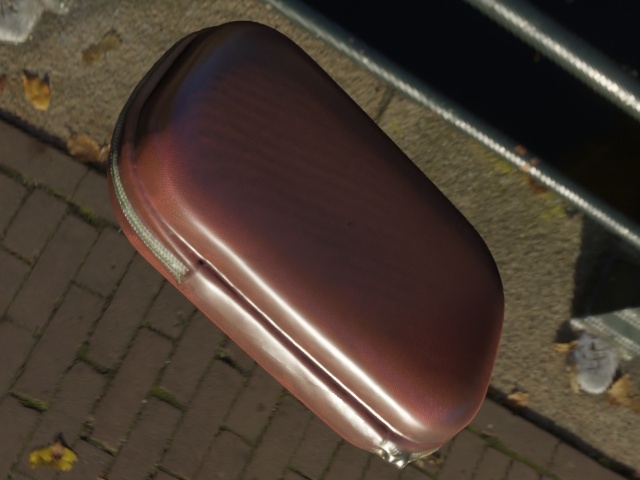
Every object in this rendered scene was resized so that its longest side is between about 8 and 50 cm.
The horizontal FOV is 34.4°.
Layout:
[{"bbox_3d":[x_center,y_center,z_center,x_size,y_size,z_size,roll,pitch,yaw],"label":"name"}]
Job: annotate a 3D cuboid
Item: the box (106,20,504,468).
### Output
[{"bbox_3d":[0.000,0.000,0.882,0.404,0.108,0.263,45,45,-19],"label":"box"}]
